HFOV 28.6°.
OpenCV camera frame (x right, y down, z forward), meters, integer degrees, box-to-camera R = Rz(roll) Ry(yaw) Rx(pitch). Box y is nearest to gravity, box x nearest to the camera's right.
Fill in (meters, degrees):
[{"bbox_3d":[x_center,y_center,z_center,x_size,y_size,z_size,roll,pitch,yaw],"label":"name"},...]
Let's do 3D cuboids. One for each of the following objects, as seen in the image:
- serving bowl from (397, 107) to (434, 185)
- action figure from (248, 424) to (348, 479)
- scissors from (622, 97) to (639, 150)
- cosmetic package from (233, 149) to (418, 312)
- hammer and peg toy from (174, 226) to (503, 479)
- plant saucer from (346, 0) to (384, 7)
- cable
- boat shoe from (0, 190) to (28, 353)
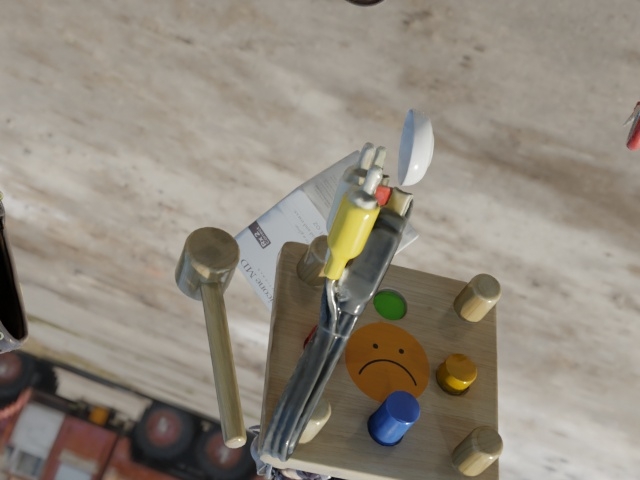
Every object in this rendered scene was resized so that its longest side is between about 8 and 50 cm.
[{"bbox_3d":[0.103,-0.098,1.328,0.027,0.083,0.083,7,168,-5],"label":"serving bowl"},{"bbox_3d":[0.038,0.280,1.354,0.285,0.099,0.185,31,169,16],"label":"action figure"},{"bbox_3d":[0.396,-0.170,1.516,0.021,0.109,0.297,22,-166,8],"label":"scissors"},{"bbox_3d":[0.000,0.000,1.722,0.184,0.151,0.151,-37,89,41],"label":"cosmetic package"},{"bbox_3d":[0.015,0.129,1.297,0.361,0.266,0.127,13,146,-14],"label":"hammer and peg toy"},{"bbox_3d":[0.042,-0.353,1.355,0.198,0.036,0.198,40,142,41],"label":"plant saucer"},{"bbox_3d":[0.007,0.049,1.104,0.072,0.287,0.139,27,-165,3],"label":"cable"},{"bbox_3d":[-0.424,-0.020,1.507,0.097,0.324,0.116,-7,-176,18],"label":"boat shoe"}]
